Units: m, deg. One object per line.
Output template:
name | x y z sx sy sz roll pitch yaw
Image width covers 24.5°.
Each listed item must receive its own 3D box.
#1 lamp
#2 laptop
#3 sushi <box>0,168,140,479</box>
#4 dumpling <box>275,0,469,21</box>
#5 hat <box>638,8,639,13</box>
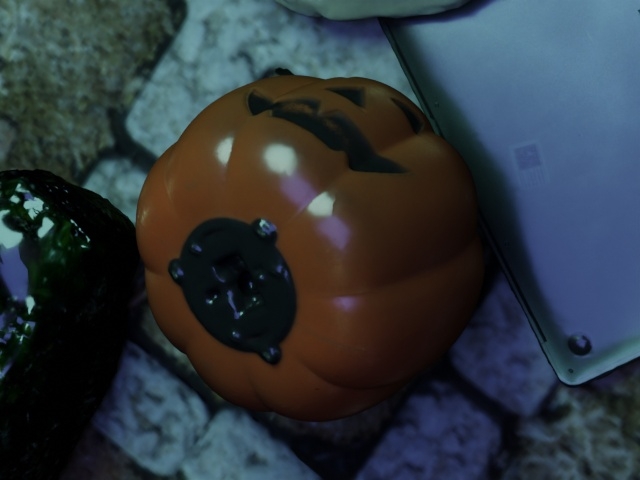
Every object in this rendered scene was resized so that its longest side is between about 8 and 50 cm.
lamp | 0.000 0.000 0.799 0.188 0.164 0.187 15 116 33
laptop | 0.159 -0.075 0.818 0.188 0.015 0.269 -28 83 15
sushi | -0.198 0.067 0.879 0.124 0.127 0.225 26 97 15
dumpling | 0.044 -0.218 0.787 0.193 0.147 0.258 45 120 -13
hat | 0.280 -0.136 0.723 0.252 0.110 0.252 0 90 14
